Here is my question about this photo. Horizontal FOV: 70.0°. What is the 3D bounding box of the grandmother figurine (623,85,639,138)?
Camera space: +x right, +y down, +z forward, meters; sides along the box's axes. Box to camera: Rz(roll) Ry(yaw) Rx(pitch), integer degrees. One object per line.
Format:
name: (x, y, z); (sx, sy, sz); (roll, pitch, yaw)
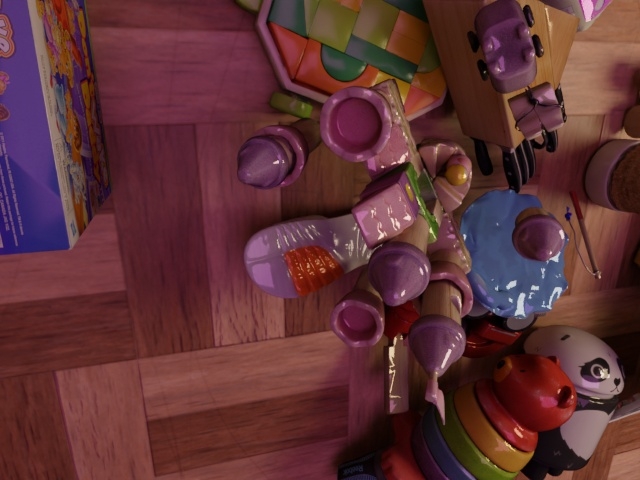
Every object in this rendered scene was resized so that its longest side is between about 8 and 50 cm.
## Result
grandmother figurine: (0.691, -0.253, 0.769); (0.342, 0.104, 0.208); (-8, 135, -17)

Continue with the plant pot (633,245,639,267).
plant pot: (0.721, 0.037, 0.823); (0.212, 0.212, 0.187); (31, 109, -24)

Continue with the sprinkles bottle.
sprinkles bottle: (0.560, -0.065, 0.645); (0.121, 0.355, 0.121); (-5, 109, -15)

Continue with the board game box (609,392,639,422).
board game box: (0.726, 0.236, 0.855); (0.389, 0.050, 0.390); (-12, 146, -13)

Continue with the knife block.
knife block: (0.231, -0.180, 0.604); (0.275, 0.088, 0.242); (-7, 116, -38)

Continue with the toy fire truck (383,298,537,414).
toy fire truck: (0.194, 0.151, 0.738); (0.216, 0.159, 0.246); (18, 120, -18)

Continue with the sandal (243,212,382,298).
sandal: (0.002, 0.010, 0.661); (0.265, 0.076, 0.102); (-14, 102, -34)

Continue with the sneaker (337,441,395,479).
sneaker: (0.159, 0.493, 0.866); (0.139, 0.125, 0.341); (-23, 119, 22)

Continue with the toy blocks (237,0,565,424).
toy blocks: (0.095, -0.028, 0.446); (0.308, 0.260, 0.289); (-19, 107, 25)

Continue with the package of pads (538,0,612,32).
package of pads: (0.352, -0.450, 0.570); (0.296, 0.101, 0.229); (-48, 124, -2)

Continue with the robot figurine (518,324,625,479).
robot figurine: (0.425, 0.292, 0.824); (0.173, 0.209, 0.278); (20, 105, 17)

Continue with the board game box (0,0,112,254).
board game box: (-0.272, -0.188, 0.418); (0.078, 0.233, 0.347); (-5, 110, -15)

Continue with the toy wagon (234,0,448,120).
toy wagon: (0.022, -0.279, 0.567); (0.344, 0.068, 0.267); (15, 103, -21)

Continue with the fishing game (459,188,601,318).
fishing game: (0.273, 0.020, 0.653); (0.263, 0.041, 0.189); (-12, 82, -15)

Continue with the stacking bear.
stacking bear: (0.258, 0.285, 0.710); (0.164, 0.175, 0.289); (42, 114, 3)
